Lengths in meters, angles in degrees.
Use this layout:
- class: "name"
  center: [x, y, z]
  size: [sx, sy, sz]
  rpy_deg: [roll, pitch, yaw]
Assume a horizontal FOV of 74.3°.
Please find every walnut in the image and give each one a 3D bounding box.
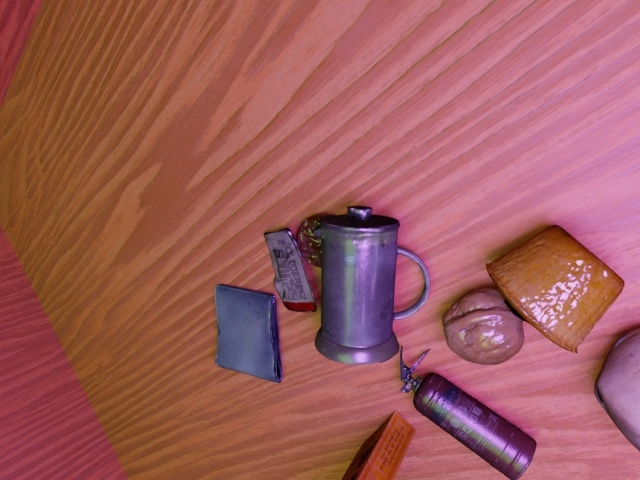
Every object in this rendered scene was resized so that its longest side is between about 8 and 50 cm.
- class: "walnut"
  center: [0.336, 0.178, 0.871]
  size: [0.166, 0.149, 0.167]
  rpy_deg: [-26, 55, 43]

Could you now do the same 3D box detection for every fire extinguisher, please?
- class: "fire extinguisher"
  center: [0.312, 0.373, 0.969]
  size: [0.344, 0.102, 0.138]
  rpy_deg: [33, 86, 23]

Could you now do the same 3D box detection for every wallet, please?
- class: "wallet"
  center: [-0.234, 0.291, 1.323]
  size: [0.251, 0.054, 0.291]
  rpy_deg: [3, 103, 31]

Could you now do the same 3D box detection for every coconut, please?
- class: "coconut"
  center: [0.576, 0.261, 0.699]
  size: [0.224, 0.224, 0.224]
  rpy_deg: [9, 108, 31]

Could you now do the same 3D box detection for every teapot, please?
- class: "teapot"
  center: [0.115, 0.090, 0.972]
  size: [0.270, 0.200, 0.337]
  rpy_deg: [1, 103, 6]

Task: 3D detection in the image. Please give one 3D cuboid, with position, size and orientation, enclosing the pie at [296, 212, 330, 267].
- class: "pie"
  center: [0.000, 0.000, 1.102]
  size: [0.154, 0.036, 0.155]
  rpy_deg: [8, 106, 31]

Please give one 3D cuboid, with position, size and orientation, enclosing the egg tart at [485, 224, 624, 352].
- class: "egg tart"
  center: [0.418, 0.082, 0.758]
  size: [0.215, 0.215, 0.171]
  rpy_deg: [47, 112, 14]

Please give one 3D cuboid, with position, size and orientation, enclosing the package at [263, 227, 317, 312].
- class: "package"
  center: [-0.092, 0.086, 1.170]
  size: [0.154, 0.030, 0.240]
  rpy_deg: [-8, 99, 52]

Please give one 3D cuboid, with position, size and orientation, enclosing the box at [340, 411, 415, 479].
- class: "box"
  center: [0.120, 0.567, 1.029]
  size: [0.076, 0.274, 0.174]
  rpy_deg: [39, 120, 14]
